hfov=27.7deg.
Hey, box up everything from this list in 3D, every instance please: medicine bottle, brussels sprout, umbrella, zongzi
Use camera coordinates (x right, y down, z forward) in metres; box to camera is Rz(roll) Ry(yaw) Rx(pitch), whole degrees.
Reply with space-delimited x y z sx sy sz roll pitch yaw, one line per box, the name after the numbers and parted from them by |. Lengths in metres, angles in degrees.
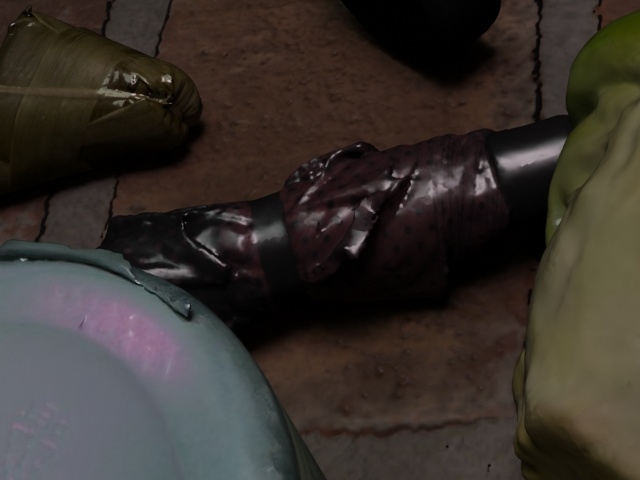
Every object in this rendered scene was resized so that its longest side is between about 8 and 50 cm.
-0.082 0.179 0.488 0.244 0.290 0.245 -11 51 13 | medicine bottle
0.223 0.003 0.542 0.273 0.243 0.317 4 55 32 | brussels sprout
0.000 0.000 0.735 0.326 0.094 0.090 -15 56 8 | umbrella
-0.179 -0.061 0.873 0.160 0.078 0.176 22 73 34 | zongzi

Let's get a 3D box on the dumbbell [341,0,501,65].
0.110 -0.233 0.842 0.218 0.152 0.152 -38 49 -11 | dumbbell
